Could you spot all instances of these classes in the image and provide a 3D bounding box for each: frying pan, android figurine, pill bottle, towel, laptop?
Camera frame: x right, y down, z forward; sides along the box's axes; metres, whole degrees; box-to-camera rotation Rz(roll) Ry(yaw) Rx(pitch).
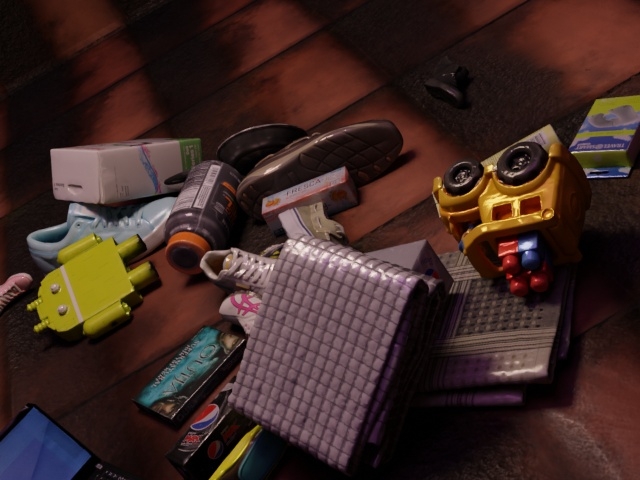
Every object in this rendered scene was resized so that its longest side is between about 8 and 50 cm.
[{"bbox_3d":[-0.182,-0.172,2.022,0.326,0.197,0.053,-13,71,-3],"label":"frying pan"},{"bbox_3d":[-0.467,0.096,1.961,0.272,0.056,0.248,-29,51,-2],"label":"android figurine"},{"bbox_3d":[-0.237,-0.042,1.940,0.130,0.130,0.246,-15,35,23],"label":"pill bottle"},{"bbox_3d":[0.219,0.122,1.427,0.324,0.056,0.312,-11,33,31],"label":"towel"},{"bbox_3d":[-0.418,0.398,1.465,0.264,0.137,0.234,7,48,45],"label":"laptop"},{"bbox_3d":[0.027,0.153,1.339,0.235,0.121,0.284,21,95,33],"label":"towel"}]

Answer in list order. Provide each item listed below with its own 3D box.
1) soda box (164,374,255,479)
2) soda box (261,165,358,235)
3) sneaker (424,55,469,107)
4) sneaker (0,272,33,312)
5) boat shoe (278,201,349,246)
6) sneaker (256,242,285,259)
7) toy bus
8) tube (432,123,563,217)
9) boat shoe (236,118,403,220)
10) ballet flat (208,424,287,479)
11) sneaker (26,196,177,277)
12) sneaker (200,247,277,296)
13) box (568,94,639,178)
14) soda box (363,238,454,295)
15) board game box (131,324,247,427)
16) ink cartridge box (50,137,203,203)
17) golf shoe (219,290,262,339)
[{"bbox_3d":[-0.156,0.289,1.474,0.053,0.060,0.169,10,49,47],"label":"soda box"},{"bbox_3d":[-0.020,-0.076,1.873,0.183,0.063,0.058,-20,33,15],"label":"soda box"},{"bbox_3d":[0.275,-0.332,2.002,0.089,0.051,0.170,-39,29,-5],"label":"sneaker"},{"bbox_3d":[-0.705,0.127,2.163,0.134,0.051,0.070,-25,33,14],"label":"sneaker"},{"bbox_3d":[0.000,0.000,1.713,0.094,0.109,0.302,-29,29,-2],"label":"boat shoe"},{"bbox_3d":[-0.090,0.031,1.815,0.031,0.035,0.083,-12,13,45],"label":"sneaker"},{"bbox_3d":[0.274,-0.013,1.412,0.220,0.149,0.211,-13,49,32],"label":"toy bus"},{"bbox_3d":[0.306,-0.119,1.680,0.240,0.062,0.070,-28,-12,12],"label":"tube"},{"bbox_3d":[-0.008,-0.166,1.926,0.355,0.132,0.130,-20,33,13],"label":"boat shoe"},{"bbox_3d":[-0.128,0.351,1.368,0.077,0.077,0.231,-24,22,53],"label":"ballet flat"},{"bbox_3d":[-0.471,-0.025,2.088,0.366,0.150,0.135,-25,33,8],"label":"sneaker"},{"bbox_3d":[-0.123,0.063,1.717,0.228,0.092,0.087,0,61,44],"label":"sneaker"},{"bbox_3d":[0.487,-0.175,1.618,0.109,0.042,0.178,0,42,40],"label":"box"},{"bbox_3d":[0.056,0.086,1.486,0.286,0.091,0.098,-15,32,39],"label":"soda box"},{"bbox_3d":[-0.220,0.227,1.646,0.126,0.026,0.186,11,50,48],"label":"board game box"},{"bbox_3d":[-0.431,-0.161,2.160,0.201,0.117,0.278,7,14,44],"label":"ink cartridge box"},{"bbox_3d":[-0.112,0.135,1.649,0.186,0.067,0.086,2,46,41],"label":"golf shoe"}]
